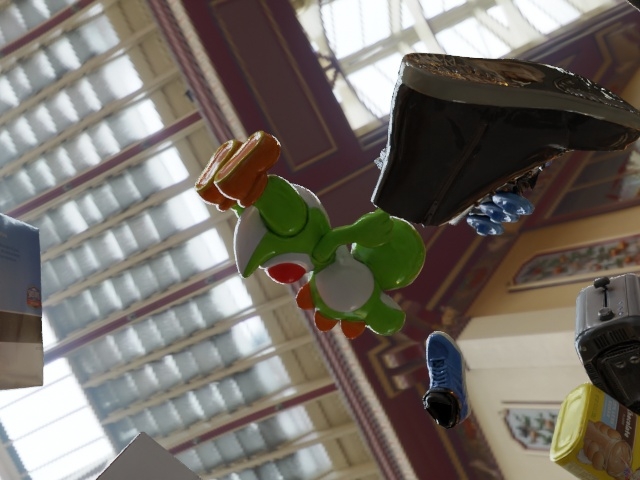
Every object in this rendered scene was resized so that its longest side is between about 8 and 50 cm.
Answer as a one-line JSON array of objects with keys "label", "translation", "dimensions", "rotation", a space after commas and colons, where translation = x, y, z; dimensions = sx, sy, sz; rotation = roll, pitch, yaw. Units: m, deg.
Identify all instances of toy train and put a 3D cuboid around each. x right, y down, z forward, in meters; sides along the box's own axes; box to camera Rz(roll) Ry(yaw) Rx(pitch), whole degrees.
[{"label": "toy train", "translation": [0.161, -0.064, 0.928], "dimensions": [0.105, 0.184, 0.080], "rotation": [23, -102, -1]}]

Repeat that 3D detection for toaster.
[{"label": "toaster", "translation": [0.466, 0.159, 1.372], "dimensions": [0.227, 0.129, 0.146], "rotation": [53, -150, -24]}]

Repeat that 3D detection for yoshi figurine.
[{"label": "yoshi figurine", "translation": [0.013, -0.021, 1.319], "dimensions": [0.362, 0.203, 0.203], "rotation": [43, -149, -20]}]

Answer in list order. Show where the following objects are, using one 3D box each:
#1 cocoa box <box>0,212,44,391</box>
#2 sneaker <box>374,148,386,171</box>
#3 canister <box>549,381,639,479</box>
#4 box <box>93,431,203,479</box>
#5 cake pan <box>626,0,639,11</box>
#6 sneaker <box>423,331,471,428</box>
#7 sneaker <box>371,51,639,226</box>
[{"label": "cocoa box", "translation": [-0.495, 0.076, 1.097], "dimensions": [0.231, 0.347, 0.228], "rotation": [-4, -97, 1]}, {"label": "sneaker", "translation": [0.118, -0.113, 1.315], "dimensions": [0.058, 0.135, 0.052], "rotation": [-32, -91, -6]}, {"label": "canister", "translation": [0.380, 0.271, 1.153], "dimensions": [0.170, 0.073, 0.126], "rotation": [34, -134, -5]}, {"label": "box", "translation": [-0.246, 0.416, 1.067], "dimensions": [0.168, 0.345, 0.215], "rotation": [38, -133, 7]}, {"label": "cake pan", "translation": [0.397, -0.304, 1.021], "dimensions": [0.293, 0.293, 0.054], "rotation": [33, -81, -21]}, {"label": "sneaker", "translation": [0.196, 0.226, 1.472], "dimensions": [0.084, 0.058, 0.152], "rotation": [-17, -85, -60]}, {"label": "sneaker", "translation": [0.142, -0.072, 0.706], "dimensions": [0.222, 0.083, 0.118], "rotation": [4, -60, -24]}]
